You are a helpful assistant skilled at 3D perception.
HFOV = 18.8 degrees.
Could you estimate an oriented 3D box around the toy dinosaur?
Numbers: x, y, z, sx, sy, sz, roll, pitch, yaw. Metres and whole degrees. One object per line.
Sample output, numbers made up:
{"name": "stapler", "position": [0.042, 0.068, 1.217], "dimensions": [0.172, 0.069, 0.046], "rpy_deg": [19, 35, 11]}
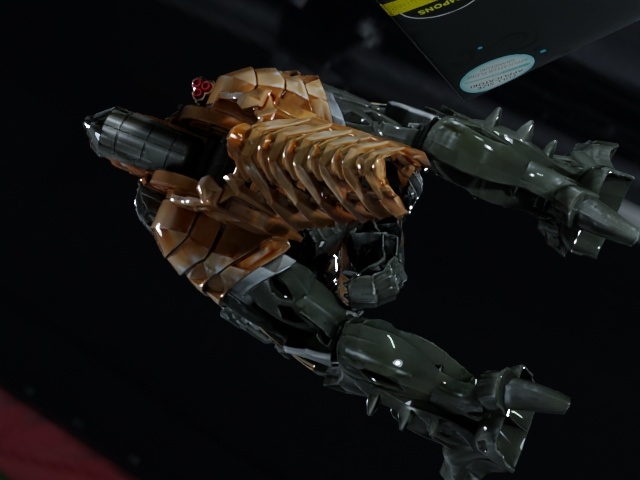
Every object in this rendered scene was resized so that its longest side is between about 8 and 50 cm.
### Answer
{"name": "toy dinosaur", "position": [0.000, 0.000, 0.797], "dimensions": [0.218, 0.322, 0.164], "rpy_deg": [25, -76, -6]}

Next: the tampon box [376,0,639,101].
{"name": "tampon box", "position": [0.074, -0.144, 0.782], "dimensions": [0.120, 0.101, 0.161], "rpy_deg": [-24, -20, 13]}
